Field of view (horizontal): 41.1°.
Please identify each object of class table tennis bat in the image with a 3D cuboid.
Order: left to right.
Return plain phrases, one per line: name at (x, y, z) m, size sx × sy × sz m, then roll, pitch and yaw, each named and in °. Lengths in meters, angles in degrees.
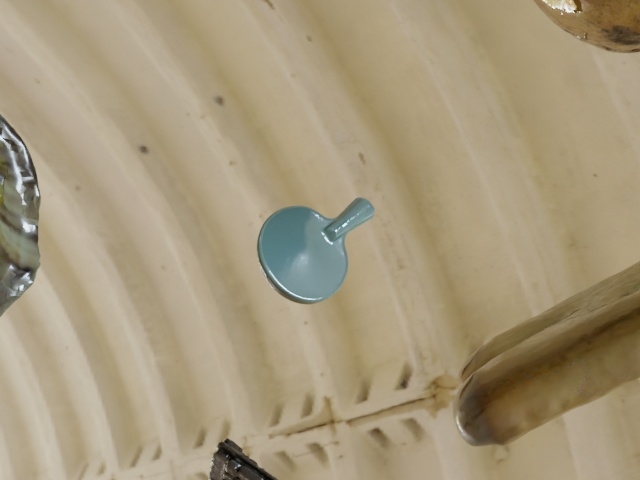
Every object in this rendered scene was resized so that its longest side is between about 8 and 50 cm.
table tennis bat at (0.000, 0.000, 1.282) m, size 0.149 × 0.237 × 0.038 m, roll 54°, pitch -38°, yaw -2°

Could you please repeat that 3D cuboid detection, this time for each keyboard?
keyboard at (-0.072, 0.245, 0.685) m, size 0.072 × 0.023 × 0.231 m, roll 34°, pitch -45°, yaw 18°

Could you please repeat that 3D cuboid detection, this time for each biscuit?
biscuit at (0.247, 0.079, 0.744) m, size 0.291 × 0.237 × 0.062 m, roll -29°, pitch -93°, yaw 12°

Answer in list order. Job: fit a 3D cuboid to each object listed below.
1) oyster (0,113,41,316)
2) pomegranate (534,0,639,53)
oyster at (-0.261, -0.082, 0.316) m, size 0.158 × 0.351 × 0.162 m, roll -19°, pitch -147°, yaw 29°
pomegranate at (0.373, -0.369, 1.047) m, size 0.281 × 0.281 × 0.281 m, roll -2°, pitch -92°, yaw 41°
